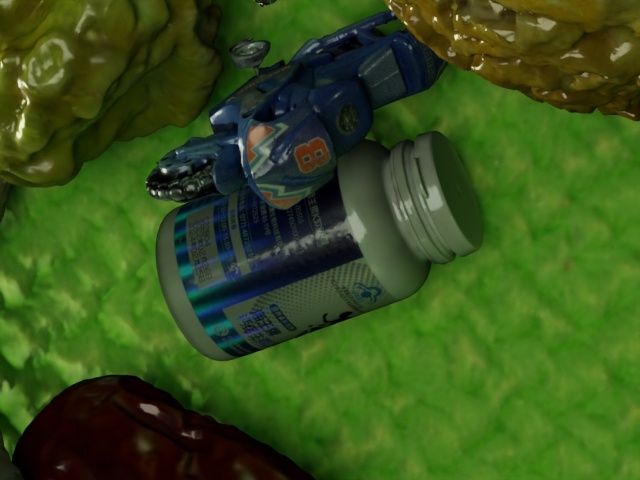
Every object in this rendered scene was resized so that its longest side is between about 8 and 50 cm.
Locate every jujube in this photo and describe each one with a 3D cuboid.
[{"bbox_3d":[-0.094,0.180,1.161,0.230,0.155,0.155,36,106,15],"label":"jujube"}]

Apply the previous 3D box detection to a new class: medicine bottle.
[{"bbox_3d":[0.000,0.000,1.128,0.191,0.107,0.107,-20,91,19],"label":"medicine bottle"}]

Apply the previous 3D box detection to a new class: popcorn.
[{"bbox_3d":[-0.155,-0.127,1.125,0.197,0.197,0.155,-31,87,19],"label":"popcorn"}]

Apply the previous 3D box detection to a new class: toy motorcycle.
[{"bbox_3d":[-0.011,-0.077,1.074,0.114,0.205,0.076,6,126,43],"label":"toy motorcycle"}]

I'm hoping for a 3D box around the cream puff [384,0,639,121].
[{"bbox_3d":[0.148,-0.187,0.943,0.327,0.343,0.231,20,127,-8],"label":"cream puff"}]

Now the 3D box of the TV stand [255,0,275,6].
[{"bbox_3d":[0.007,-0.164,1.024,0.040,0.256,0.049,-41,86,19],"label":"TV stand"}]

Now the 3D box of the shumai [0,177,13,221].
[{"bbox_3d":[-0.311,-0.061,1.211,0.201,0.120,0.201,2,97,20],"label":"shumai"}]

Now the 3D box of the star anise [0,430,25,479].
[{"bbox_3d":[-0.321,0.126,1.195,0.349,0.109,0.292,12,108,39],"label":"star anise"}]
